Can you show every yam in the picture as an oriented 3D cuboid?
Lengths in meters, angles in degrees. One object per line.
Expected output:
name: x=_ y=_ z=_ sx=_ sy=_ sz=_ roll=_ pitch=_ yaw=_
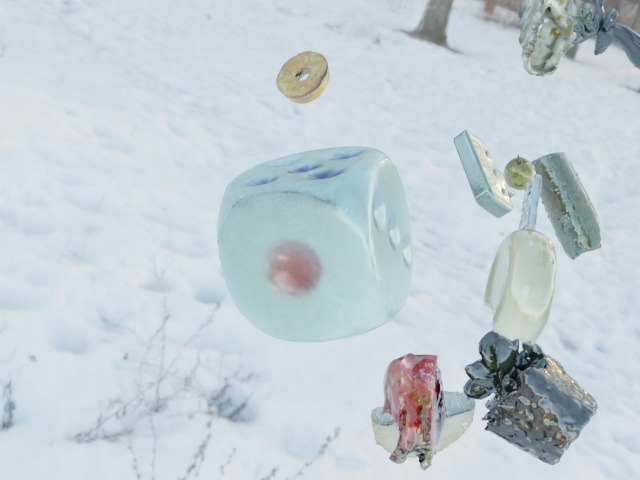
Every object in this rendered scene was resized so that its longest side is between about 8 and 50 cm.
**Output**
yam: x=0.578 y=-0.086 z=1.831 sx=0.106 sy=0.106 sz=0.259 roll=-7 pitch=71 yaw=-47

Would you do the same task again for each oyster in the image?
oyster: x=0.595 y=-0.568 z=2.080 sx=0.166 sy=0.110 sz=0.342 roll=14 pitch=69 yaw=-26

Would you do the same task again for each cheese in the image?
cheese: x=0.296 y=0.020 z=1.117 sx=0.070 sy=0.249 sz=0.163 roll=14 pitch=-2 yaw=-1

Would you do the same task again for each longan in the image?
longan: x=0.416 y=-0.145 z=1.625 sx=0.075 sy=0.083 sz=0.075 roll=-10 pitch=32 yaw=6

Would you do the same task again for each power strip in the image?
power strip: x=0.472 y=-0.175 z=2.179 sx=0.193 sy=0.059 sz=0.265 roll=28 pitch=37 yaw=-40

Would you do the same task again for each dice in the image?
dice: x=0.000 y=0.000 z=1.318 sx=0.264 sy=0.268 sz=0.262 roll=-5 pitch=19 yaw=22

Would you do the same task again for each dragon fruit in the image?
dragon fruit: x=0.188 y=0.370 z=1.638 sx=0.134 sy=0.262 sz=0.212 roll=-1 pitch=50 yaw=13

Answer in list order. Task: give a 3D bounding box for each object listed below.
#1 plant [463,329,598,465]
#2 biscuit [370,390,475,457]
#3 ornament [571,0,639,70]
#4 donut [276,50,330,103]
plant: x=0.428 y=0.324 z=1.635 sx=0.276 sy=0.199 sz=0.188 roll=40 pitch=21 yaw=26
biscuit: x=0.280 y=0.496 z=2.064 sx=0.281 sy=0.179 sz=0.084 roll=-14 pitch=30 yaw=-3
ornament: x=0.492 y=-0.354 z=1.198 sx=0.236 sy=0.202 sz=0.080 roll=28 pitch=40 yaw=-7
donut: x=-0.042 y=-0.429 z=2.074 sx=0.152 sy=0.152 sz=0.058 roll=36 pitch=-8 yaw=31
